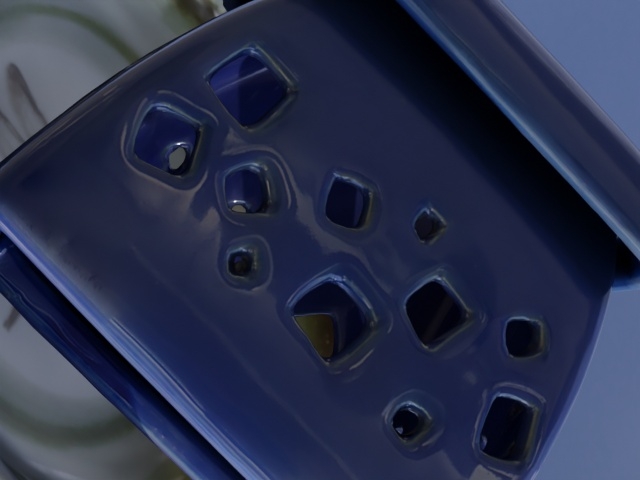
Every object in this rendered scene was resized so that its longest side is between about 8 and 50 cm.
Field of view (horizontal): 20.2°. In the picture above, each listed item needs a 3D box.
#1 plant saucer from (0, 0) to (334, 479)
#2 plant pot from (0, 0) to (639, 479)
[{"bbox_3d":[-0.121,-0.015,0.920,0.100,0.400,0.400,-13,-128,30],"label":"plant saucer"},{"bbox_3d":[0.000,0.000,0.765,0.236,0.236,0.212,45,-102,-8],"label":"plant pot"}]
